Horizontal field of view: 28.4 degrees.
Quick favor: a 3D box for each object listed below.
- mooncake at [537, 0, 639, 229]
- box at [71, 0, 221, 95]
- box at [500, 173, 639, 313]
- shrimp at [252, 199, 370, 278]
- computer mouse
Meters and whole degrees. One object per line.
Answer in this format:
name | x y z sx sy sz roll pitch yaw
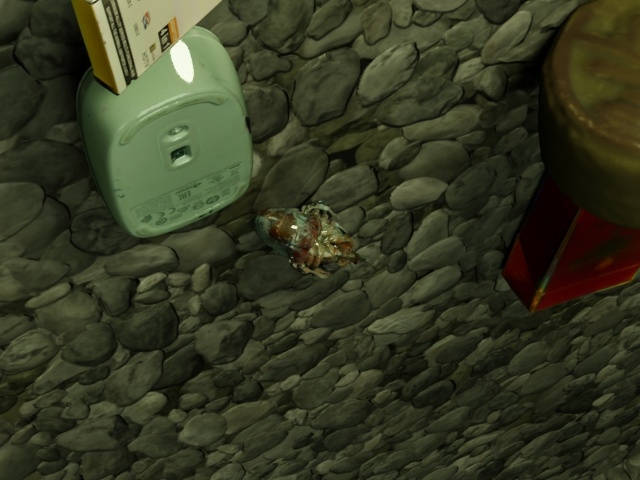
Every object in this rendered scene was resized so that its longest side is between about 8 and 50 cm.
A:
mooncake | 0.386 -0.155 1.411 0.284 0.284 0.155 -24 147 -10
box | -0.099 -0.237 1.027 0.247 0.033 0.129 -47 161 -18
box | 0.391 -0.045 1.746 0.198 0.089 0.313 -16 145 -25
shrimp | 0.000 0.000 1.505 0.233 0.079 0.090 21 84 -55
computer mouse | -0.150 -0.107 1.211 0.160 0.097 0.288 -26 159 -11
